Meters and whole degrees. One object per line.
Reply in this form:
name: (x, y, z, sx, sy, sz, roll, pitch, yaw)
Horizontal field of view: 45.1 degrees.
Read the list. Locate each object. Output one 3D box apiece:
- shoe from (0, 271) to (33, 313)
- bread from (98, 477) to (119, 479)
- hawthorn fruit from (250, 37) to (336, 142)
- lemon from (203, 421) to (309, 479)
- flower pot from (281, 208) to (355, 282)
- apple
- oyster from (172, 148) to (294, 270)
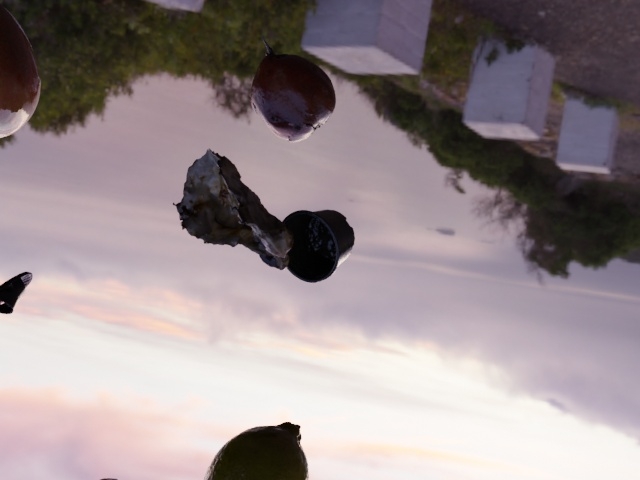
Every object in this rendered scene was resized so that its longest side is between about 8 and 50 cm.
shoe: (-0.597, 0.120, 1.433, 0.159, 0.053, 0.062, -34, 162, -34)
bread: (-0.566, 0.661, 1.899, 0.152, 0.105, 0.077, -25, 156, 19)
hawthorn fruit: (-0.071, -0.337, 1.691, 0.181, 0.235, 0.181, -29, -171, 5)
lemon: (-0.113, 0.435, 1.394, 0.184, 0.248, 0.184, 23, 157, 10)
flower pot: (0.000, 0.000, 1.637, 0.158, 0.157, 0.107, 8, -159, 34)
apple: (-0.681, -0.319, 1.414, 0.320, 0.276, 0.319, -7, -177, 0)
oyster: (-0.177, -0.064, 1.631, 0.133, 0.197, 0.337, -11, -146, -40)
